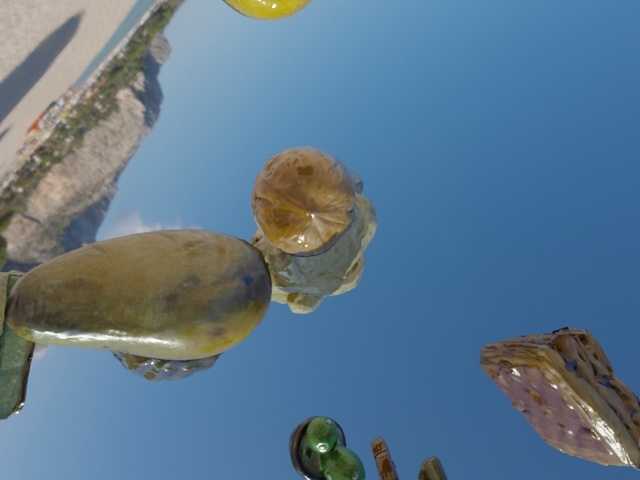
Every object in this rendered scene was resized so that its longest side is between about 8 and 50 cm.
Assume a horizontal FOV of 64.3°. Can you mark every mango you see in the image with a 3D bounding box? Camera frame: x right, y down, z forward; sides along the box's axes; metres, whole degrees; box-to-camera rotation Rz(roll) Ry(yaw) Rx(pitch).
[{"bbox_3d":[-0.224,0.074,0.685,0.176,0.329,0.176,-179,-94,-71],"label":"mango"}]

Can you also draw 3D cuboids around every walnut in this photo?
[{"bbox_3d":[-0.029,-0.070,0.910,0.195,0.195,0.222,-45,-162,6],"label":"walnut"}]

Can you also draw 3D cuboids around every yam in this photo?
[{"bbox_3d":[0.259,0.565,1.139,0.069,0.069,0.147,-33,-122,26],"label":"yam"}]

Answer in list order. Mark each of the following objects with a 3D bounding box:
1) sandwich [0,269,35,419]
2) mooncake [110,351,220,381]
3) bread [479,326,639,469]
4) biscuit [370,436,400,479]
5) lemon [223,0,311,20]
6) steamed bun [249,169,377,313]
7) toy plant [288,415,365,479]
[{"bbox_3d":[-0.572,0.179,0.933,0.212,0.063,0.245,-1,-99,51],"label":"sandwich"},{"bbox_3d":[-0.316,0.154,1.090,0.161,0.290,0.291,-34,-151,54],"label":"mooncake"},{"bbox_3d":[0.523,0.310,1.072,0.167,0.324,0.277,-43,-179,-18],"label":"bread"},{"bbox_3d":[0.172,0.599,1.137,0.043,0.302,0.278,-15,-148,-2],"label":"biscuit"},{"bbox_3d":[-0.082,-0.407,0.708,0.186,0.186,0.244,-37,-130,21],"label":"lemon"},{"bbox_3d":[-0.004,0.004,1.196,0.324,0.230,0.372,-37,-161,15],"label":"steamed bun"},{"bbox_3d":[0.013,0.597,1.437,0.175,0.218,0.235,-31,-176,-32],"label":"toy plant"}]
